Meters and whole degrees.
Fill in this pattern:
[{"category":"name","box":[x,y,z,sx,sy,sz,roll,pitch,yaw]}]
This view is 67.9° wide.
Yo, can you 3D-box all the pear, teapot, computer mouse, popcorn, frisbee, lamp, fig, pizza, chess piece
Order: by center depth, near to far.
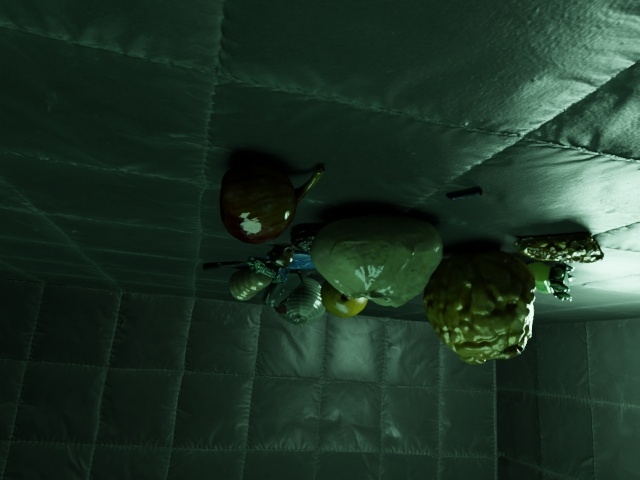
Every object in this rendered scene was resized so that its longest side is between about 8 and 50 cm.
[{"category":"fig","box":[-0.105,-0.082,0.989,0.207,0.175,0.175,-11,172,-21]},{"category":"pizza","box":[0.694,0.026,1.335,0.292,0.058,0.197,8,164,-12]},{"category":"popcorn","box":[0.497,0.203,1.521,0.354,0.344,0.390,16,159,26]},{"category":"teapot","box":[-0.139,0.050,1.661,0.121,0.076,0.068,-34,138,24]},{"category":"frisbee","box":[-0.089,0.085,1.835,0.242,0.045,0.242,3,165,1]},{"category":"pear","box":[0.100,0.225,2.020,0.209,0.208,0.209,4,166,1]},{"category":"computer mouse","box":[-0.171,0.195,2.072,0.126,0.231,0.071,30,-166,-47]},{"category":"chess piece","box":[-0.291,0.175,2.073,0.143,0.142,0.261,13,159,-30]},{"category":"lamp","box":[-0.098,0.281,2.211,0.265,0.233,0.233,38,150,-27]}]

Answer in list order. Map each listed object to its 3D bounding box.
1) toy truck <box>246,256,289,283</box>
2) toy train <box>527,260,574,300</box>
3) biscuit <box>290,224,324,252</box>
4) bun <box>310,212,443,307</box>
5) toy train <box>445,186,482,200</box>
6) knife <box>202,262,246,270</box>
[{"category":"toy truck","box":[-0.213,0.109,1.941,0.175,0.081,0.067,31,156,-20]},{"category":"toy train","box":[0.802,0.137,1.675,0.157,0.105,0.253,11,170,33]},{"category":"biscuit","box":[0.000,0.000,1.451,0.195,0.053,0.194,4,165,1]},{"category":"bun","box":[0.154,0.064,1.277,0.361,0.213,0.361,-4,156,-2]},{"category":"toy train","box":[0.313,-0.100,1.042,0.017,0.017,0.083,19,160,-42]},{"category":"knife","box":[-0.414,0.107,2.071,0.230,0.028,0.060,-8,174,30]}]
